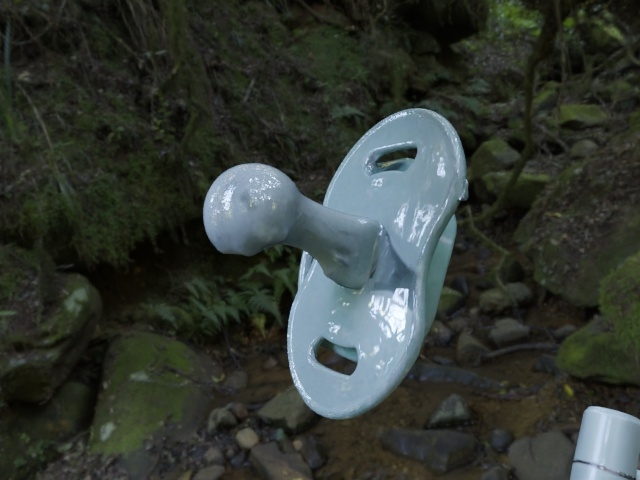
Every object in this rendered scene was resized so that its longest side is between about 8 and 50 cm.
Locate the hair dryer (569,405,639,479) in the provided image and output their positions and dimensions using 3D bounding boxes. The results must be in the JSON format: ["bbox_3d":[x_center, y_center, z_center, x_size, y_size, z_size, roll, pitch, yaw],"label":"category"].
[{"bbox_3d":[0.280,0.199,0.484,0.137,0.082,0.047,20,-17,6],"label":"hair dryer"}]

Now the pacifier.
[{"bbox_3d":[0.000,0.000,0.623,0.269,0.344,0.288,24,-13,-27],"label":"pacifier"}]
